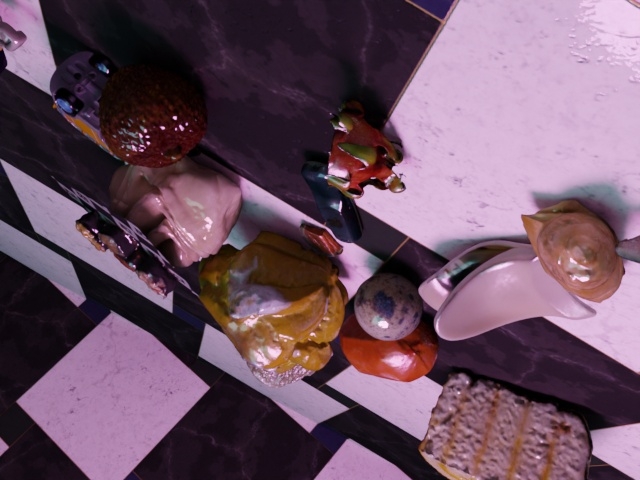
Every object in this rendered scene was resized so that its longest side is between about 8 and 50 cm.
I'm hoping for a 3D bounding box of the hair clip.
[{"bbox_3d":[0.300,0.087,1.140,0.282,0.113,0.172,-25,123,27],"label":"hair clip"}]

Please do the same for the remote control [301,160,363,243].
[{"bbox_3d":[0.026,-0.068,1.232,0.072,0.042,0.222,12,150,30],"label":"remote control"}]

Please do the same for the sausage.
[{"bbox_3d":[0.152,0.243,1.548,0.268,0.153,0.141,-3,128,53],"label":"sausage"}]

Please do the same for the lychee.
[{"bbox_3d":[-0.293,-0.214,1.152,0.194,0.194,0.194,25,155,12],"label":"lychee"}]

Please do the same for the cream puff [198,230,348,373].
[{"bbox_3d":[-0.086,0.128,1.505,0.378,0.275,0.378,47,-179,-1],"label":"cream puff"}]

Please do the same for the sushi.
[{"bbox_3d":[-0.423,0.015,1.391,0.294,0.059,0.292,25,157,36],"label":"sushi"}]

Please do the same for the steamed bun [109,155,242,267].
[{"bbox_3d":[-0.334,-0.063,1.427,0.289,0.203,0.276,23,162,1],"label":"steamed bun"}]

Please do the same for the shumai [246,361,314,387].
[{"bbox_3d":[-0.097,0.275,1.927,0.225,0.222,0.261,26,121,-16],"label":"shumai"}]

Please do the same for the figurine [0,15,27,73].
[{"bbox_3d":[-0.691,-0.433,1.232,0.308,0.143,0.308,38,151,26],"label":"figurine"}]

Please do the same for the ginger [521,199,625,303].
[{"bbox_3d":[0.378,0.042,0.941,0.115,0.123,0.193,-28,119,22],"label":"ginger"}]

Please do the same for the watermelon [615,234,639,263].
[{"bbox_3d":[0.461,0.001,0.837,0.155,0.080,0.101,-34,155,35],"label":"watermelon"}]

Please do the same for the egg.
[{"bbox_3d":[0.145,0.139,1.381,0.141,0.141,0.181,19,171,24],"label":"egg"}]

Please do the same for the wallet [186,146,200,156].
[{"bbox_3d":[-0.332,-0.204,1.399,0.095,0.026,0.176,40,157,-33],"label":"wallet"}]

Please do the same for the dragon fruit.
[{"bbox_3d":[0.061,-0.133,1.005,0.175,0.138,0.142,17,-175,-21],"label":"dragon fruit"}]

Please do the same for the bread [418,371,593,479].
[{"bbox_3d":[0.470,0.508,1.611,0.395,0.239,0.264,11,154,34],"label":"bread"}]

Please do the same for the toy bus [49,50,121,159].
[{"bbox_3d":[-0.416,-0.251,1.281,0.209,0.126,0.136,38,155,-12],"label":"toy bus"}]

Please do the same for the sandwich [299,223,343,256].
[{"bbox_3d":[-0.004,-0.002,1.412,0.101,0.026,0.069,45,153,-28],"label":"sandwich"}]
